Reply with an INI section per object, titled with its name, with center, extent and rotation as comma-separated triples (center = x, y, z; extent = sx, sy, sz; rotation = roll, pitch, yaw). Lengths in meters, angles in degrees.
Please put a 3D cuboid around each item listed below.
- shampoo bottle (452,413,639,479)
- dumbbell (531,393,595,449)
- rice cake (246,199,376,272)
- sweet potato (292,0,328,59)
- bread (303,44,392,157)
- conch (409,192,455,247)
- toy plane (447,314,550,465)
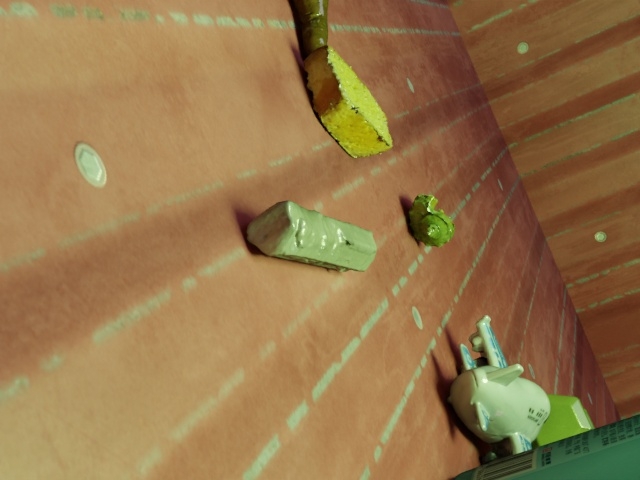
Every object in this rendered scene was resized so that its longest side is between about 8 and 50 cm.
[shampoo bottle]
center = 0.362, 0.393, 1.126
extent = 0.331, 0.342, 0.331
rotation = 53, 25, -38
[dumbbell]
center = 0.436, 0.344, 1.678
extent = 0.302, 0.121, 0.108
rotation = 39, 57, -67
[rice cake]
center = 0.000, 0.000, 1.015
extent = 0.052, 0.057, 0.256
rotation = 46, 11, 20
[sweet potato]
center = -0.003, -0.398, 1.412
extent = 0.346, 0.079, 0.108
rotation = -83, 158, -48
[bread]
center = 0.038, -0.192, 1.318
extent = 0.187, 0.065, 0.103
rotation = 41, 35, -55
[conch]
center = 0.181, -0.039, 1.511
extent = 0.121, 0.074, 0.089
rotation = -61, 137, -61
[toy plane]
center = 0.268, 0.240, 1.380
extent = 0.267, 0.122, 0.267
rotation = 56, 22, -37
